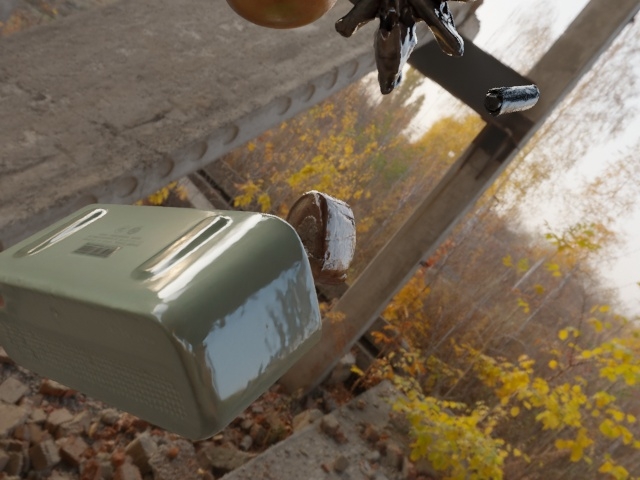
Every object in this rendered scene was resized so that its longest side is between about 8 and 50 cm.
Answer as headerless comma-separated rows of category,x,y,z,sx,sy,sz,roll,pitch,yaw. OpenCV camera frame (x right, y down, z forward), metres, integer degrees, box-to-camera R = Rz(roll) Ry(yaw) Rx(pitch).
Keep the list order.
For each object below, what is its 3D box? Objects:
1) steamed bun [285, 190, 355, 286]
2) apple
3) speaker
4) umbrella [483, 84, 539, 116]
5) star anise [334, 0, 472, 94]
steamed bun,0.000,0.000,0.969,0.106,0.175,0.144,-2,-7,31
apple,-0.081,-0.493,0.871,0.253,0.254,0.253,36,13,-10
speaker,-0.218,0.073,0.597,0.405,0.183,0.184,5,29,33
umbrella,0.262,-0.191,0.688,0.031,0.036,0.133,-5,10,46
star anise,0.109,-0.376,0.652,0.315,0.360,0.139,12,27,10
